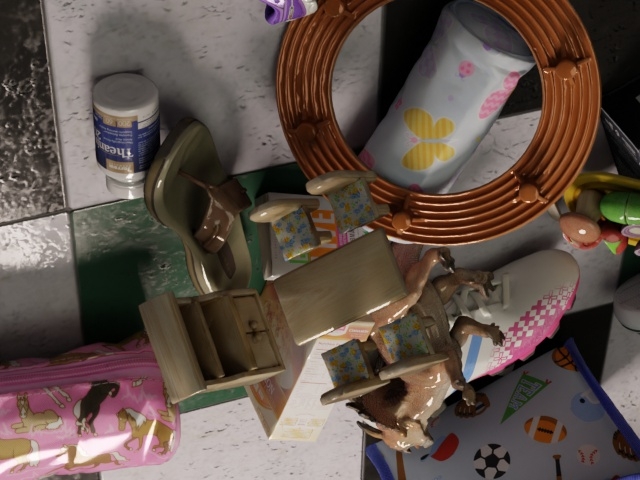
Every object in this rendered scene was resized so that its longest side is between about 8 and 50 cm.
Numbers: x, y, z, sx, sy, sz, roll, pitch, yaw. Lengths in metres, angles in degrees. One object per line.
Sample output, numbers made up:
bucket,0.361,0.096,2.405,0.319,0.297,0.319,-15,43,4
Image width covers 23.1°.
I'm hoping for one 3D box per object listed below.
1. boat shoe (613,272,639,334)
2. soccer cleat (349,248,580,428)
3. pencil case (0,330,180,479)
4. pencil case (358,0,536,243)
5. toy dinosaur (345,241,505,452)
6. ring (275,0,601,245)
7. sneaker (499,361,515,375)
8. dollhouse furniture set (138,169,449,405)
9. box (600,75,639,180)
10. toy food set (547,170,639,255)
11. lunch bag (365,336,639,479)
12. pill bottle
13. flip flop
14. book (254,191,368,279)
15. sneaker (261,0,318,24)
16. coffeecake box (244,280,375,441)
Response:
boat shoe,0.543,0.085,2.061,0.335,0.121,0.119,-12,120,-14
soccer cleat,0.166,0.108,1.918,0.331,0.116,0.143,-40,125,7
pencil case,-0.346,0.196,1.717,0.386,0.167,0.160,-6,95,-22
pencil case,0.124,-0.127,1.692,0.113,0.124,0.273,31,115,-2
toy dinosaur,0.095,0.105,1.817,0.200,0.295,0.127,-13,176,33
ring,0.117,-0.145,1.600,0.337,0.032,0.336,5,114,10
sneaker,0.222,0.155,2.046,0.083,0.032,0.037,2,122,-40
dollhouse furniture set,-0.033,0.067,1.586,0.242,0.212,0.161,-27,168,29
box,0.436,-0.105,1.865,0.153,0.108,0.207,-28,136,-1
toy food set,0.341,-0.014,1.834,0.071,0.218,0.128,-60,150,-28
lunch bag,0.286,0.370,1.996,0.328,0.385,0.239,-27,146,0
pill bottle,-0.196,-0.104,1.587,0.067,0.067,0.120,-12,132,-17
flip flop,-0.110,-0.024,1.658,0.112,0.080,0.277,-58,148,-30
book,0.000,0.000,1.755,0.144,0.096,0.035,3,164,-30
sneaker,-0.060,-0.269,1.513,0.071,0.068,0.170,-25,135,7
coffeecake box,-0.023,0.117,1.811,0.068,0.142,0.185,6,125,-29
